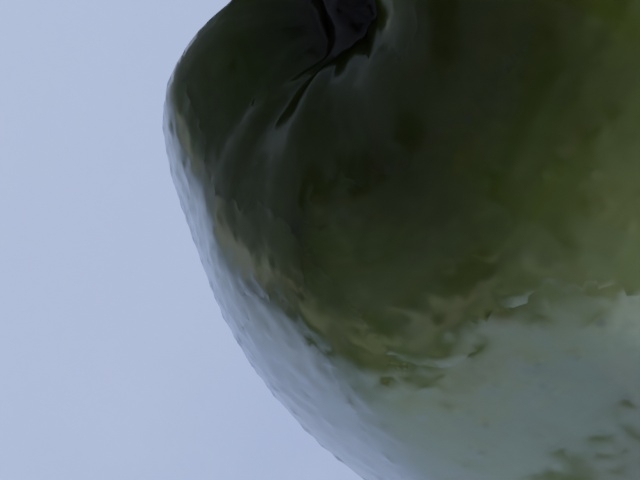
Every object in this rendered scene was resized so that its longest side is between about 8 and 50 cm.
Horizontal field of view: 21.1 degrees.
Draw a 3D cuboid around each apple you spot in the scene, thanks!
[{"bbox_3d":[0.124,-0.024,0.685,0.312,0.360,0.320,12,-98,60],"label":"apple"}]
